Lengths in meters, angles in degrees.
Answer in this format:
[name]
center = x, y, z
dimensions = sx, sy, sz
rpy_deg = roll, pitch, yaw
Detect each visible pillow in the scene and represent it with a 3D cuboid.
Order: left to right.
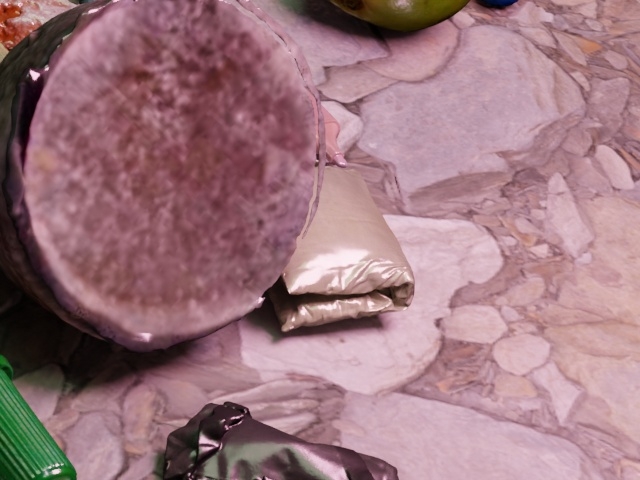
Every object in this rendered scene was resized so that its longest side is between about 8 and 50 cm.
[pillow]
center = 0.000, 0.000, 1.712
dimensions = 0.134, 0.078, 0.181
rpy_deg = -1, 42, -21

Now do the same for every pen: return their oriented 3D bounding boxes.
[pen]
center = -0.026, -0.129, 1.899
dimensions = 0.053, 0.032, 0.197
rpy_deg = -10, 42, -30

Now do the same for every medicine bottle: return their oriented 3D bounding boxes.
[medicine bottle]
center = -0.287, 0.094, 1.496
dimensions = 0.111, 0.076, 0.309
rpy_deg = -23, 52, -31

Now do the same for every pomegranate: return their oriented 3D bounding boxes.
[pomegranate]
center = 0.091, -0.315, 2.060
dimensions = 0.159, 0.190, 0.241
rpy_deg = 39, 22, -21

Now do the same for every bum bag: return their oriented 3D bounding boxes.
[bum bag]
center = -0.024, 0.178, 1.508
dimensions = 0.198, 0.049, 0.087
rpy_deg = 18, 43, 2

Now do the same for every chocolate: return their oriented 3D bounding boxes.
[chocolate]
center = -0.173, -0.073, 1.613
dimensions = 0.303, 0.303, 0.213
rpy_deg = -16, 17, -34

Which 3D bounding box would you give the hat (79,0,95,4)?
[hat]
center = -0.174, -0.239, 1.952
dimensions = 0.138, 0.078, 0.191
rpy_deg = -4, 60, -12

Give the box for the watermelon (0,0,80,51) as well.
[watermelon]
center = -0.339, -0.213, 1.863
dimensions = 0.241, 0.094, 0.154
rpy_deg = 16, 45, -3

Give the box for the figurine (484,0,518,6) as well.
[figurine]
center = 0.210, -0.358, 2.208
dimensions = 0.164, 0.120, 0.262
rpy_deg = 16, 55, 14

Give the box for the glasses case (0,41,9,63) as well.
[glasses case]
center = -0.351, -0.088, 1.627
dimensions = 0.218, 0.075, 0.049
rpy_deg = -39, 81, -19
